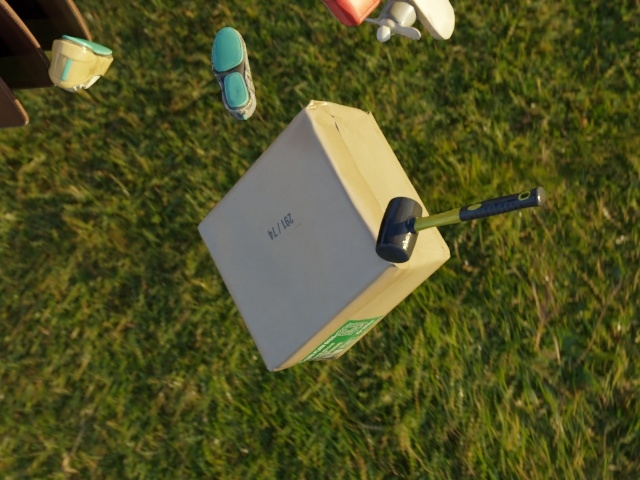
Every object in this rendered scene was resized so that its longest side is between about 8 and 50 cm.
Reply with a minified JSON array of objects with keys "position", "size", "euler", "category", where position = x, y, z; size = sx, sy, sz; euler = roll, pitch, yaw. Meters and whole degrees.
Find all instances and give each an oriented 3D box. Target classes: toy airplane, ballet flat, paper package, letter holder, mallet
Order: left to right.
[{"position":[-0.472,-0.297,1.505],"size":[0.214,0.302,0.152],"euler":[-3,64,14],"category":"letter holder"},{"position":[-0.343,-0.246,1.509],"size":[0.080,0.232,0.073],"euler":[19,97,-5],"category":"ballet flat"},{"position":[-0.091,-0.172,1.136],"size":[0.041,0.041,0.114],"euler":[-17,58,8],"category":"ballet flat"},{"position":[0.000,0.000,1.722],"size":[0.325,0.168,0.310],"euler":[-44,63,34],"category":"paper package"},{"position":[0.076,-0.532,1.852],"size":[0.272,0.384,0.386],"euler":[-20,84,36],"category":"toy airplane"},{"position":[0.125,-0.015,1.005],"size":[0.189,0.039,0.062],"euler":[-6,55,50],"category":"mallet"}]
